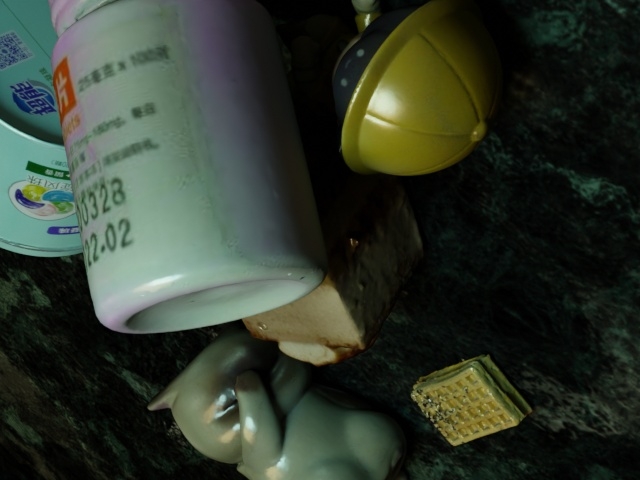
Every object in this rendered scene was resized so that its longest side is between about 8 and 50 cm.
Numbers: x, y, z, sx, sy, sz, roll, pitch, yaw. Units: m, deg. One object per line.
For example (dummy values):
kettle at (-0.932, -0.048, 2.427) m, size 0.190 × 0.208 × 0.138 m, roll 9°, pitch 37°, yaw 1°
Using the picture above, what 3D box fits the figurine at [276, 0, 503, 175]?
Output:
figurine at (0.066, -0.156, 1.043) m, size 0.167 × 0.192 × 0.257 m, roll 31°, pitch 180°, yaw -34°

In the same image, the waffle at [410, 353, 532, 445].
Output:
waffle at (0.189, 0.204, 1.367) m, size 0.102 × 0.042 × 0.148 m, roll 49°, pitch 144°, yaw -5°

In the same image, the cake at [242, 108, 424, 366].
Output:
cake at (0.000, 0.000, 1.234) m, size 0.196 × 0.198 × 0.293 m, roll 1°, pitch 130°, yaw 37°

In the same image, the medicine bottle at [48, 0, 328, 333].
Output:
medicine bottle at (-0.136, -0.122, 1.006) m, size 0.219 × 0.219 × 0.388 m, roll -30°, pitch 70°, yaw 53°

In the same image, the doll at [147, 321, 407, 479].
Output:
doll at (-0.042, 0.276, 1.518) m, size 0.370 × 0.215 × 0.226 m, roll 41°, pitch 160°, yaw 2°

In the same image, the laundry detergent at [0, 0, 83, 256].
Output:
laundry detergent at (-0.326, -0.149, 1.316) m, size 0.287 × 0.287 × 0.305 m, roll 43°, pitch 143°, yaw 3°
